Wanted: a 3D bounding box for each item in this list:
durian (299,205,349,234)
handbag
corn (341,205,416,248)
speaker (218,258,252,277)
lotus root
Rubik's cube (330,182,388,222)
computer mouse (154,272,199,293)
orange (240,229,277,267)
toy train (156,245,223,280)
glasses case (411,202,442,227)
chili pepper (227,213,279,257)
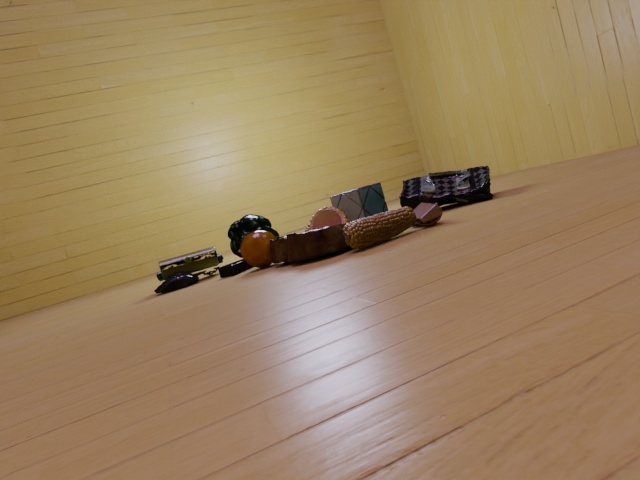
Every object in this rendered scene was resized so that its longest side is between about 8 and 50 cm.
[{"bbox_3d":[0.031,-0.052,2.278,0.305,0.186,0.195,-23,-21,22],"label":"durian"},{"bbox_3d":[0.576,-0.223,2.069,0.416,0.180,0.317,-10,15,17],"label":"handbag"},{"bbox_3d":[0.196,-0.040,1.529,0.310,0.102,0.101,-16,4,-31],"label":"corn"},{"bbox_3d":[-0.334,0.105,1.929,0.082,0.044,0.218,-13,5,31],"label":"speaker"},{"bbox_3d":[0.000,0.000,1.700,0.374,0.111,0.390,-16,2,-23],"label":"lotus root"},{"bbox_3d":[0.205,-0.170,2.353,0.205,0.205,0.207,-21,8,-43],"label":"Rubik's cube"},{"bbox_3d":[-0.619,0.178,1.941,0.192,0.062,0.106,-16,4,-10],"label":"computer mouse"},{"bbox_3d":[-0.239,0.038,1.793,0.159,0.159,0.136,-16,46,4],"label":"orange"},{"bbox_3d":[-0.587,0.121,2.048,0.307,0.126,0.189,-16,-2,-18],"label":"toy train"},{"bbox_3d":[0.377,-0.077,1.636,0.102,0.070,0.193,-44,7,2],"label":"glasses case"},{"bbox_3d":[-0.360,-0.026,2.477,0.248,0.233,0.256,-11,0,15],"label":"chili pepper"}]
